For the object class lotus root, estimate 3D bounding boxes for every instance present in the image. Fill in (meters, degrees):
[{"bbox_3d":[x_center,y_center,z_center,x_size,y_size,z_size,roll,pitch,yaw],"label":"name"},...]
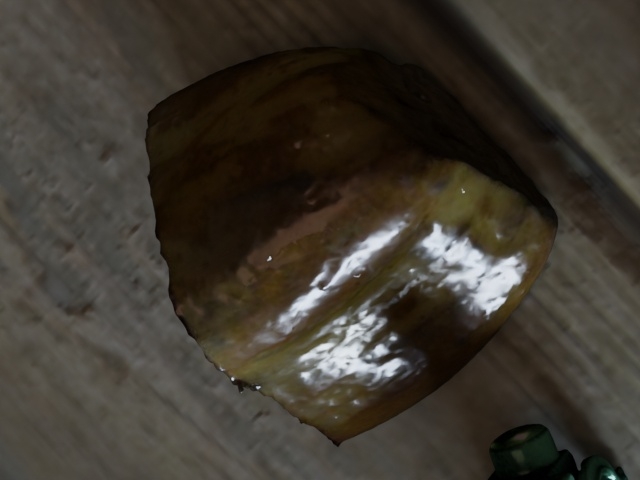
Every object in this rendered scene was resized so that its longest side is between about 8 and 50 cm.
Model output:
[{"bbox_3d":[0.003,-0.003,0.702,0.135,0.095,0.159,-36,96,25],"label":"lotus root"}]

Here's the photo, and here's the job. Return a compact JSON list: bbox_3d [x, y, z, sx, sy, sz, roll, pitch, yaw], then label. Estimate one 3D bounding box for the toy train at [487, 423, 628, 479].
[{"bbox_3d":[0.098,0.158,0.705,0.070,0.099,0.172,-19,97,27],"label":"toy train"}]
